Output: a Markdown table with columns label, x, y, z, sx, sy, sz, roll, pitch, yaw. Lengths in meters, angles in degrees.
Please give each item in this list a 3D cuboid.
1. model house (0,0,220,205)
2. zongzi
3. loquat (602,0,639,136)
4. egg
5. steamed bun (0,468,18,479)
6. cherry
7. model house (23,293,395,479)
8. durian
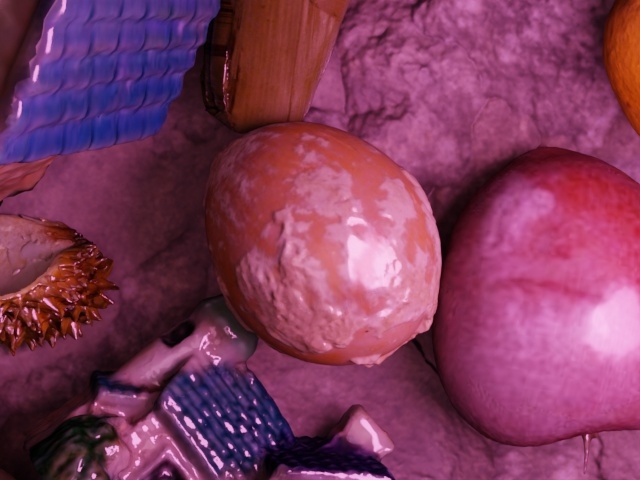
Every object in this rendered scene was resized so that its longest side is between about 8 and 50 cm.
| label | x | y | z | sx | sy | sz | roll | pitch | yaw |
| --- | --- | --- | --- | --- | --- | --- | --- | --- | --- |
| model house | -0.276 | -0.265 | 1.194 | 0.400 | 0.395 | 0.445 | -23 | 89 | 21 |
| zongzi | -0.011 | -0.208 | 1.287 | 0.123 | 0.289 | 0.260 | 4 | 100 | -25 |
| loquat | 0.354 | -0.166 | 1.331 | 0.208 | 0.208 | 0.208 | 0 | 99 | 1 |
| egg | 0.000 | 0.000 | 1.330 | 0.203 | 0.203 | 0.245 | -42 | 78 | 7 |
| steamed bun | -0.404 | 0.331 | 1.387 | 0.334 | 0.233 | 0.312 | -42 | 107 | -10 |
| cherry | 0.227 | 0.057 | 1.360 | 0.261 | 0.221 | 0.308 | -9 | 80 | 8 |
| model house | -0.081 | 0.218 | 1.382 | 0.284 | 0.243 | 0.298 | -37 | 98 | -11 |
| durian | -0.322 | 0.032 | 1.421 | 0.252 | 0.144 | 0.139 | 5 | 77 | 5 |
